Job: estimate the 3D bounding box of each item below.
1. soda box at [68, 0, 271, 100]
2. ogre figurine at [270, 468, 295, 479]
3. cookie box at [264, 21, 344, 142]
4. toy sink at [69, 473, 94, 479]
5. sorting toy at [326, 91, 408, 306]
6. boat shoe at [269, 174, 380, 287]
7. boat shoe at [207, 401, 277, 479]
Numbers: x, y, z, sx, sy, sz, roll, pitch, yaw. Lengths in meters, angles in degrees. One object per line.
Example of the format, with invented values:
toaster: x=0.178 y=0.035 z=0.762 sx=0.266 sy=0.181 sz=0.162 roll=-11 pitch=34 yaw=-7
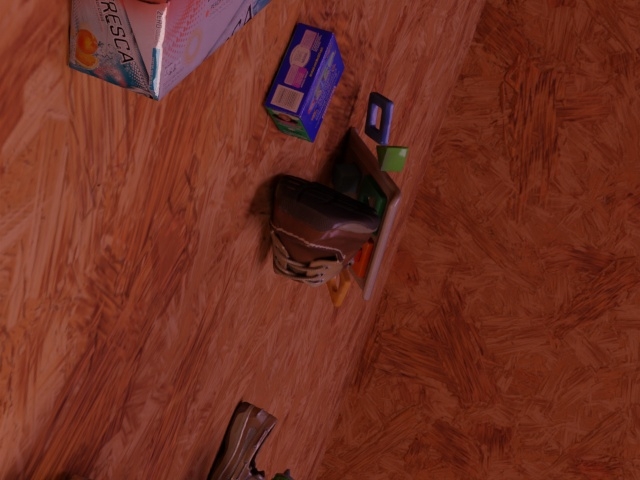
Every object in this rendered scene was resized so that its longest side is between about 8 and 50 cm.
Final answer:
soda box: x=-0.077 y=-0.154 z=0.589 sx=0.183 sy=0.058 sz=0.063 roll=-56 pitch=164 yaw=-51
ogre figurine: x=-0.072 y=0.391 z=1.308 sx=0.118 sy=0.096 sz=0.197 roll=-59 pitch=146 yaw=-64
cookie box: x=-0.014 y=-0.156 z=0.994 sx=0.107 sy=0.040 sz=0.092 roll=51 pitch=60 yaw=-79
toy sink: x=-0.158 y=0.327 z=0.761 sx=0.131 sy=0.152 sz=0.234 roll=11 pitch=-106 yaw=59
sorting toy: x=0.045 y=-0.039 z=1.413 sx=0.196 sy=0.047 sz=0.348 roll=-116 pitch=-147 yaw=-49
boat shoe: x=0.000 y=0.000 z=1.191 sx=0.120 sy=0.122 sz=0.324 roll=-64 pitch=171 yaw=5
boat shoe: x=-0.114 y=0.329 z=1.409 sx=0.068 sy=0.072 sz=0.190 roll=-25 pitch=136 yaw=-77
